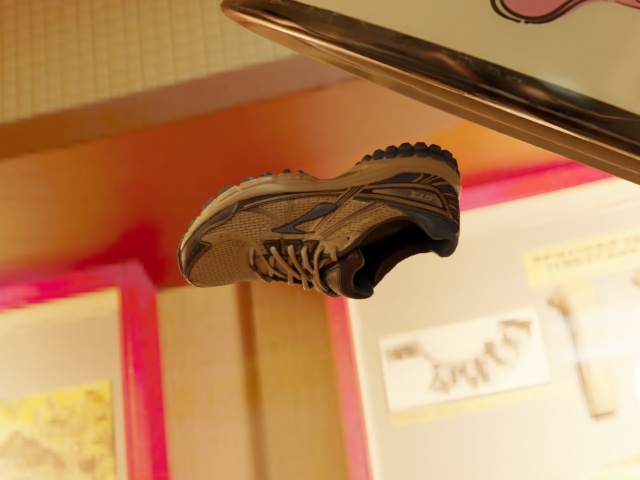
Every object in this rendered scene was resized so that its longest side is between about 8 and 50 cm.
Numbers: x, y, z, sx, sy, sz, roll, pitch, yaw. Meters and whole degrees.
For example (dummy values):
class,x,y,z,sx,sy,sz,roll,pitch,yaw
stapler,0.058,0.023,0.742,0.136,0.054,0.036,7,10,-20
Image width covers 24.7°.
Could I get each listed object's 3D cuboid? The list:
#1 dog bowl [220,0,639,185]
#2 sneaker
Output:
class,x,y,z,sx,sy,sz,roll,pitch,yaw
dog bowl,0.167,-0.104,0.701,0.408,0.150,0.408,21,5,-2
sneaker,0.000,0.000,0.654,0.135,0.058,0.052,-18,-36,9
